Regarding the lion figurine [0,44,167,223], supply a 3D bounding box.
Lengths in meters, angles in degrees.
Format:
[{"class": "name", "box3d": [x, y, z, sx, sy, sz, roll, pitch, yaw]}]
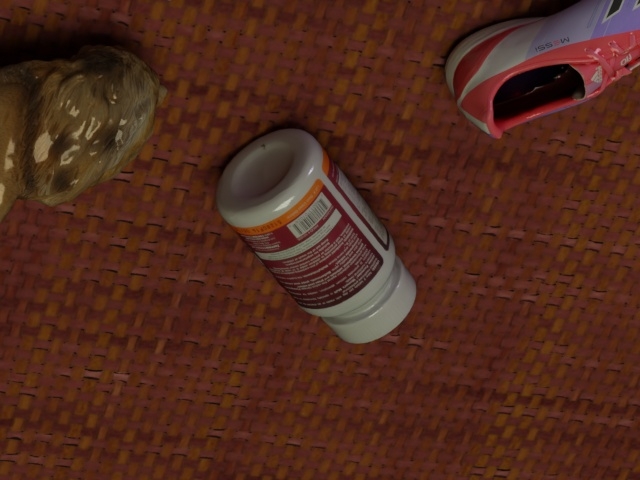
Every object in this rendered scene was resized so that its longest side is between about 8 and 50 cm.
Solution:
[{"class": "lion figurine", "box3d": [-0.353, -0.124, 1.801, 0.392, 0.142, 0.240, 23, 109, -23]}]

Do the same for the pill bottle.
[{"class": "pill bottle", "box3d": [0.000, 0.000, 1.993, 0.121, 0.121, 0.221, -32, 127, 9]}]

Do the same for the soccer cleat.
[{"class": "soccer cleat", "box3d": [0.280, -0.194, 1.929, 0.318, 0.116, 0.108, -24, 128, 3]}]
